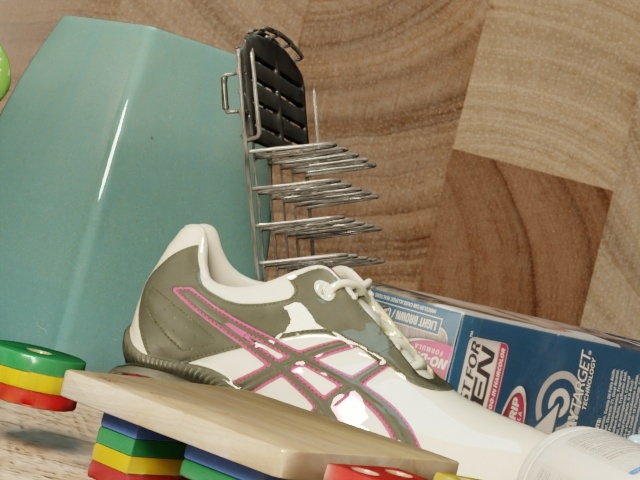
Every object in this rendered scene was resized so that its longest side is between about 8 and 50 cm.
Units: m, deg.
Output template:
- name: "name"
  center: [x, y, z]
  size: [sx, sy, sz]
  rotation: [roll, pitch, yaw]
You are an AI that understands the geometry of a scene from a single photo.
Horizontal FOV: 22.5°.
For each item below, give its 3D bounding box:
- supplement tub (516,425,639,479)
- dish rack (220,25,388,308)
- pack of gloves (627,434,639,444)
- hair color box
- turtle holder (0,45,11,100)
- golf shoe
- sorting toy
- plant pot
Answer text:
- name: "supplement tub"
  center: [0.144, 0.131, 0.764]
  size: [0.071, 0.071, 0.107]
  rotation: [14, 1, -16]
- name: "dish rack"
  center: [0.000, 0.000, 1.036]
  size: [0.074, 0.271, 0.208]
  rotation: [-6, -3, 9]
- name: "pack of gloves"
  center: [0.284, 0.148, 0.853]
  size: [0.232, 0.046, 0.195]
  rotation: [12, 17, -7]
- name: "hair color box"
  center: [0.167, 0.114, 1.294]
  size: [0.347, 0.105, 0.174]
  rotation: [13, 1, -39]
- name: "turtle holder"
  center: [-0.418, -0.074, 1.460]
  size: [0.227, 0.243, 0.320]
  rotation: [-9, 57, -47]
- name: "golf shoe"
  center: [0.017, 0.075, 0.872]
  size: [0.273, 0.120, 0.105]
  rotation: [15, -1, 16]
- name: "sorting toy"
  center: [-0.023, 0.102, 0.719]
  size: [0.275, 0.046, 0.132]
  rotation: [14, 0, 37]
- name: "plant pot"
  center: [-0.134, -0.025, 1.097]
  size: [0.165, 0.234, 0.166]
  rotation: [13, 2, -44]
